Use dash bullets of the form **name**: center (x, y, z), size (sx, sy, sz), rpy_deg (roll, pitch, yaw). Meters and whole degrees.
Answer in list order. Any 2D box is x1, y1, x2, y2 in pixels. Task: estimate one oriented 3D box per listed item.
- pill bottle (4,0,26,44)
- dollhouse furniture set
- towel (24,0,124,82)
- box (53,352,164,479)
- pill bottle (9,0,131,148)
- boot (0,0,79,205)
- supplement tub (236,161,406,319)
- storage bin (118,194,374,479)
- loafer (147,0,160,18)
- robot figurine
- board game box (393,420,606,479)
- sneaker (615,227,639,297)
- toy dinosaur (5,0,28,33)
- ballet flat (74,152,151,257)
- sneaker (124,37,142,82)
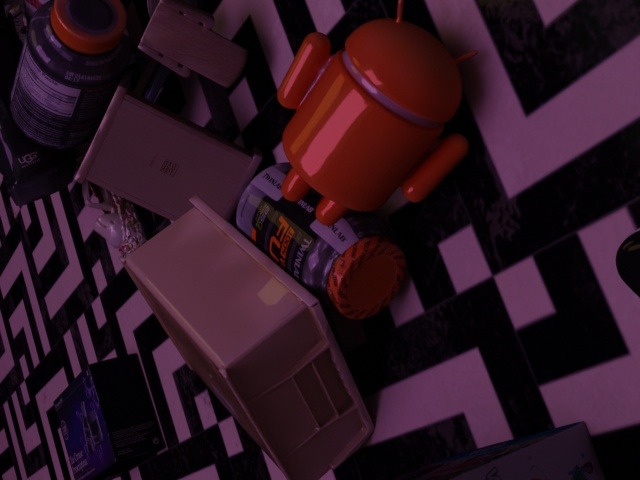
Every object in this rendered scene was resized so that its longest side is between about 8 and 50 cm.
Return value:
- **pill bottle**: center (-0.762, -0.444, 1.695), size (0.204, 0.361, 0.204), rpy_deg (18, 113, 52)
- **dollhouse furniture set**: center (-0.183, -0.184, 1.207), size (0.286, 0.198, 0.303), rpy_deg (-60, 16, 16)
- **towel**: center (-0.394, -0.303, 1.352), size (0.237, 0.037, 0.329), rpy_deg (50, 158, 6)
- **box**: center (-0.405, 0.344, 1.624), size (0.261, 0.103, 0.184), rpy_deg (-41, 63, 51)
- **pill bottle**: center (-0.325, -0.230, 1.130), size (0.245, 0.130, 0.130), rpy_deg (-41, 65, 55)
- **boot**: center (-0.574, -0.306, 1.505), size (0.367, 0.146, 0.445), rpy_deg (23, 137, 66)
- **supplement tub**: center (0.000, 0.000, 0.948), size (0.190, 0.117, 0.117), rpy_deg (38, 128, 44)
- **storage bin**: center (-0.084, 0.125, 1.017), size (0.262, 0.123, 0.260), rpy_deg (37, 158, 44)
- **loafer**: center (-0.227, -0.378, 1.243), size (0.039, 0.045, 0.125), rpy_deg (-138, 55, -64)
- **robot figurine**: center (0.050, -0.116, 0.823), size (0.219, 0.128, 0.158), rpy_deg (-53, 58, 28)
- **board game box**: center (0.072, 0.264, 0.749), size (0.224, 0.303, 0.098), rpy_deg (-36, 69, 51)
- **sneaker**: center (0.268, 0.046, 0.577), size (0.217, 0.121, 0.079), rpy_deg (31, 122, 47)
- **toy dinosaur**: center (-0.508, -0.478, 1.572), size (0.313, 0.121, 0.160), rpy_deg (-42, 52, 55)
- **ballet flat**: center (-0.361, -0.053, 1.478), size (0.091, 0.077, 0.241), rpy_deg (-51, 58, 46)
- **sneaker**: center (-0.326, -0.296, 1.405), size (0.098, 0.038, 0.069), rpy_deg (-29, 73, 44)
